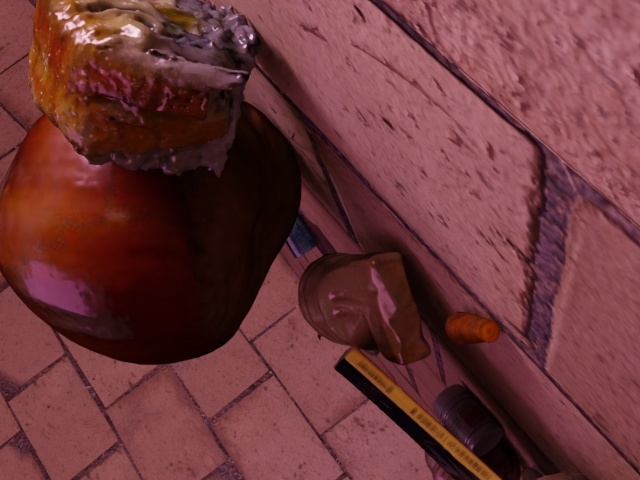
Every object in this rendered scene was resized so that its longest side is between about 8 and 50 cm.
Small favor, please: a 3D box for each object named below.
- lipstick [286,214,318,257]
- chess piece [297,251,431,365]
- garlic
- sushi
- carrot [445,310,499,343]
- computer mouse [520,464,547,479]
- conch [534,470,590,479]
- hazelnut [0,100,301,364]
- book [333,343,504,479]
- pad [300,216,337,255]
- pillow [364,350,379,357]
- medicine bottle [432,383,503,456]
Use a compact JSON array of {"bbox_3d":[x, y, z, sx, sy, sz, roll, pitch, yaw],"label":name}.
[{"bbox_3d":[-0.086,-0.078,1.443,0.234,0.053,0.053,59,174,-7],"label":"lipstick"},{"bbox_3d":[0.056,0.071,0.919,0.137,0.137,0.301,52,170,-2],"label":"chess piece"},{"bbox_3d":[0.230,0.326,1.142,0.159,0.102,0.147,23,-172,-30],"label":"garlic"},{"bbox_3d":[-0.157,-0.150,0.684,0.274,0.184,0.139,58,135,46],"label":"sushi"},{"bbox_3d":[0.138,0.082,0.704,0.032,0.032,0.093,52,172,-2],"label":"carrot"},{"bbox_3d":[0.313,0.354,0.942,0.102,0.045,0.199,52,176,-22],"label":"computer mouse"},{"bbox_3d":[0.233,0.307,0.617,0.186,0.324,0.263,-31,95,40],"label":"conch"},{"bbox_3d":[-0.207,-0.046,0.947,0.359,0.359,0.409,53,-160,-12],"label":"hazelnut"},{"bbox_3d":[0.164,0.262,0.905,0.374,0.028,0.262,42,170,7],"label":"book"},{"bbox_3d":[0.000,0.000,1.466,0.113,0.006,0.188,55,172,-17],"label":"pad"},{"bbox_3d":[0.050,0.124,1.490,0.144,0.078,0.254,64,171,-17],"label":"pillow"},{"bbox_3d":[0.209,0.256,1.088,0.091,0.058,0.058,47,173,41],"label":"medicine bottle"}]
